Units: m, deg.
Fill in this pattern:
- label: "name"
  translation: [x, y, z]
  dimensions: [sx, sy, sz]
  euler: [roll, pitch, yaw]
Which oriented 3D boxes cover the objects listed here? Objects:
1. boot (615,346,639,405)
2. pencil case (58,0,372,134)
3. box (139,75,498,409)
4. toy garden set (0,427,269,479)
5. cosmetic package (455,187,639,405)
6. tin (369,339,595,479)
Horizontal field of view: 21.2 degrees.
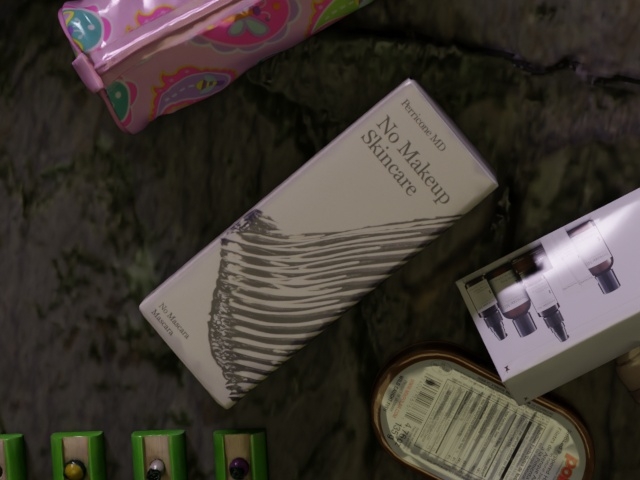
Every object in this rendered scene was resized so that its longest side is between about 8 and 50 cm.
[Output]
- label: "boot"
  translation: [0.287, 0.079, 1.341]
  dimensions: [0.118, 0.042, 0.087]
  euler: [-17, 101, 7]
- label: "pencil case"
  translation: [-0.055, -0.194, 1.294]
  dimensions: [0.284, 0.124, 0.124]
  euler: [-27, 94, 8]
- label: "box"
  translation: [0.000, 0.000, 1.323]
  dimensions: [0.275, 0.094, 0.113]
  euler: [-41, 92, 8]
- label: "toy garden set"
  translation: [-0.162, 0.259, 1.388]
  dimensions: [0.244, 0.049, 0.204]
  euler: [-2, 96, 5]
- label: "cosmetic package"
  translation: [0.232, 0.025, 1.304]
  dimensions: [0.239, 0.060, 0.099]
  euler: [-28, 60, 7]
- label: "tin"
  translation: [0.128, 0.154, 1.362]
  dimensions: [0.189, 0.040, 0.106]
  euler: [26, 102, 1]
